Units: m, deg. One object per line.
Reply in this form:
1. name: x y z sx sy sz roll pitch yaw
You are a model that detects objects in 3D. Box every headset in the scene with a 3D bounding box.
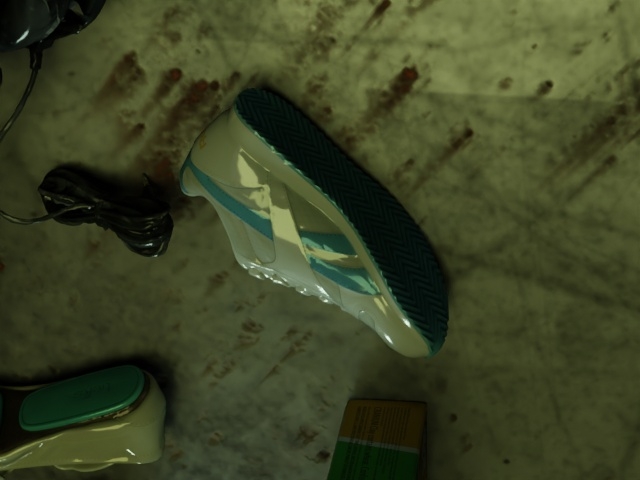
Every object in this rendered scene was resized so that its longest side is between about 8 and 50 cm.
1. headset: -0.215 -0.140 0.909 0.185 0.243 0.394 23 150 29

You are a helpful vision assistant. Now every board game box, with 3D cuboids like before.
1. board game box: 0.040 0.314 1.044 0.064 0.242 0.317 1 114 9

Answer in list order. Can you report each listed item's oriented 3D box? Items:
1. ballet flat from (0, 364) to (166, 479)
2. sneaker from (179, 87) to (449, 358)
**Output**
1. ballet flat: -0.238 0.157 1.126 0.248 0.086 0.086 -7 112 13
2. sneaker: 0.000 0.000 1.009 0.229 0.087 0.092 47 121 -3
